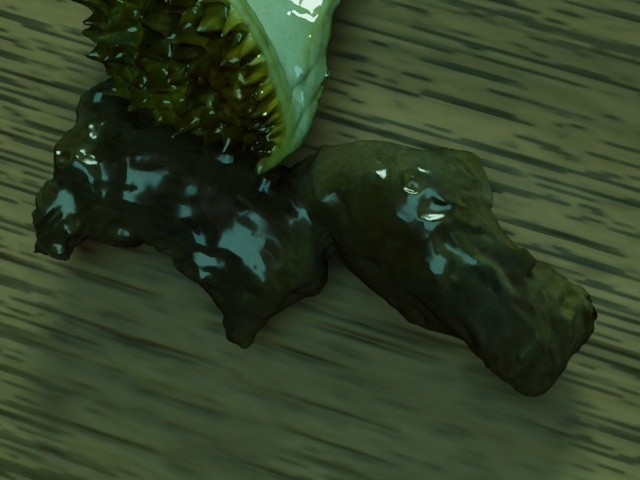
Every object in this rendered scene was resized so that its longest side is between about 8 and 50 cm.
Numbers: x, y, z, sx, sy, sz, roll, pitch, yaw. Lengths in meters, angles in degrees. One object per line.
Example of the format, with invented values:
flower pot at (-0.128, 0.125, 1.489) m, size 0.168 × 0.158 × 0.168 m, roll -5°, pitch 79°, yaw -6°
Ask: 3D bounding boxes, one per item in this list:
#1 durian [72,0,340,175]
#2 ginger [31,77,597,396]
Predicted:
durian at (-0.050, -0.159, 0.565) m, size 0.139 × 0.144 × 0.252 m, roll 21°, pitch 60°, yaw -18°
ginger at (-0.002, -0.001, 0.568) m, size 0.290 × 0.084 × 0.122 m, roll 16°, pitch 77°, yaw 8°
